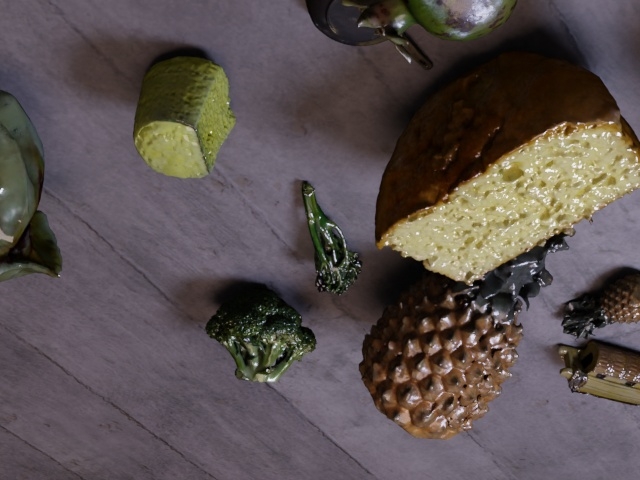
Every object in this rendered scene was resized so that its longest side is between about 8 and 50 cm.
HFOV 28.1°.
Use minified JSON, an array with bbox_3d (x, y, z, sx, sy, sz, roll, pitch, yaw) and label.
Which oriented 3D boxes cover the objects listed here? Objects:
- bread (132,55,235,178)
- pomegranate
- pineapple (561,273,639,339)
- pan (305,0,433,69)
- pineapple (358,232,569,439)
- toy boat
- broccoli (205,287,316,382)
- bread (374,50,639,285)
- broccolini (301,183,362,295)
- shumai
[{"bbox_3d":[-0.167,-0.148,1.532,0.111,0.114,0.129,-2,140,15],"label":"bread"},{"bbox_3d":[0.127,-0.261,1.326,0.148,0.148,0.169,31,108,-33],"label":"pomegranate"},{"bbox_3d":[0.421,0.103,1.884,0.074,0.074,0.159,25,146,-28],"label":"pineapple"},{"bbox_3d":[0.077,-0.251,1.433,0.202,0.048,0.128,21,138,-24],"label":"pan"},{"bbox_3d":[0.210,0.095,1.787,0.223,0.223,0.357,18,122,-20],"label":"pineapple"},{"bbox_3d":[0.478,0.213,2.025,0.226,0.068,0.088,16,135,-17],"label":"toy boat"},{"bbox_3d":[-0.084,0.141,1.902,0.162,0.137,0.146,8,177,-30],"label":"broccoli"},{"bbox_3d":[0.220,-0.105,1.519,0.194,0.179,0.340,29,133,-34],"label":"bread"},{"bbox_3d":[0.012,0.000,1.762,0.058,0.074,0.201,9,144,19],"label":"broccolini"},{"bbox_3d":[-0.496,-0.050,1.550,0.348,0.395,0.395,-28,141,-3],"label":"shumai"}]
